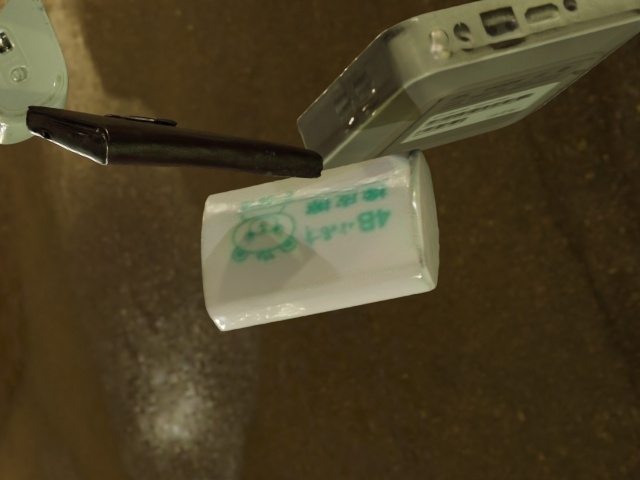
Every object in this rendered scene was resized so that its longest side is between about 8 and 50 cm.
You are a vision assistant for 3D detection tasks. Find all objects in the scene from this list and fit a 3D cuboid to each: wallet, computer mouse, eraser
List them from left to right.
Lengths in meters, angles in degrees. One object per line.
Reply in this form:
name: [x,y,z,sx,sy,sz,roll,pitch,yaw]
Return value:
computer mouse: [-0.417,-0.259,1.730,0.097,0.159,0.288,5,125,59]
wallet: [-0.159,-0.108,1.552,0.172,0.318,0.045,19,101,44]
eraser: [0.000,0.000,1.763,0.104,0.290,0.189,57,-155,-55]

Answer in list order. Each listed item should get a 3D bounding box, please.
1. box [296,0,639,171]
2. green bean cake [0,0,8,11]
box: [0.200,-0.223,1.915,0.111,0.396,0.396,69,156,8]
green bean cake: [-0.403,-0.278,1.416,0.085,0.109,0.179,34,162,30]
